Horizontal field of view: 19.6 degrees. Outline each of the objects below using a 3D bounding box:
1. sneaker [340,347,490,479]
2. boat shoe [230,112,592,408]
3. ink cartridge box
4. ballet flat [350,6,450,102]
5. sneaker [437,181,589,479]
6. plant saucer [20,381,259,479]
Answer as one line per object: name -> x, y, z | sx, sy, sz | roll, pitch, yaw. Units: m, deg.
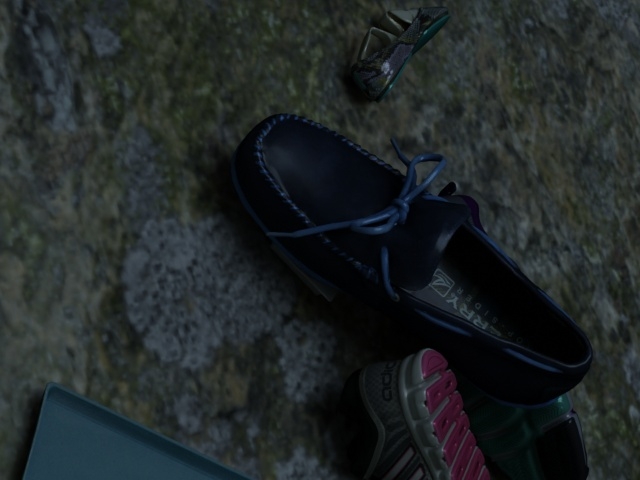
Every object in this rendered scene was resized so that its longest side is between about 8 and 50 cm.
sneaker -> 0.058, 0.143, 1.176 | 0.063, 0.074, 0.170 | -56, 136, -49
boat shoe -> 0.067, 0.000, 1.148 | 0.258, 0.089, 0.109 | 32, 66, -10
ink cartridge box -> 0.000, 0.000, 1.197 | 0.048, 0.028, 0.083 | 46, 48, -18
ballet flat -> 0.054, -0.141, 1.299 | 0.041, 0.041, 0.114 | 53, 45, -15
sneaker -> 0.130, 0.065, 1.260 | 0.098, 0.083, 0.224 | -38, 100, -50
plant saucer -> -0.090, 0.148, 1.063 | 0.192, 0.018, 0.067 | 31, 55, -32
